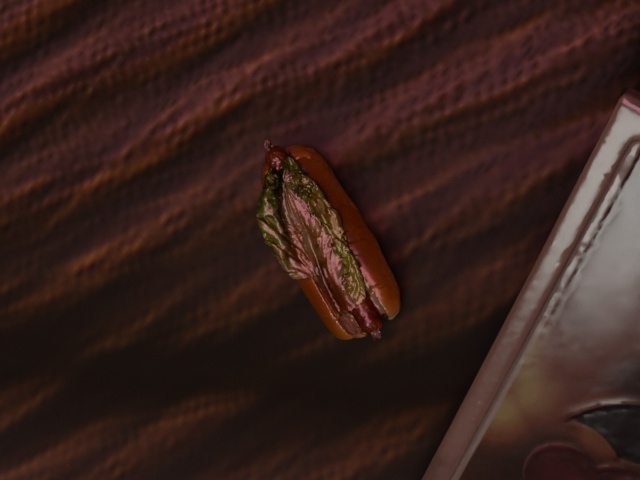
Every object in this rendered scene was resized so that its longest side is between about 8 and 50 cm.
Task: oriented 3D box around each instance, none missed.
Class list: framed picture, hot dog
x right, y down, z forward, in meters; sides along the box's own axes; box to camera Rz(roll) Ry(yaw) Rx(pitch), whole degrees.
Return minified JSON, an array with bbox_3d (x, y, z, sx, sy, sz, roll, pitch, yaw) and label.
[{"bbox_3d":[0.180,0.099,0.511,0.211,0.020,0.290,28,118,11],"label":"framed picture"},{"bbox_3d":[0.000,0.000,0.598,0.056,0.041,0.133,-30,83,11],"label":"hot dog"}]
